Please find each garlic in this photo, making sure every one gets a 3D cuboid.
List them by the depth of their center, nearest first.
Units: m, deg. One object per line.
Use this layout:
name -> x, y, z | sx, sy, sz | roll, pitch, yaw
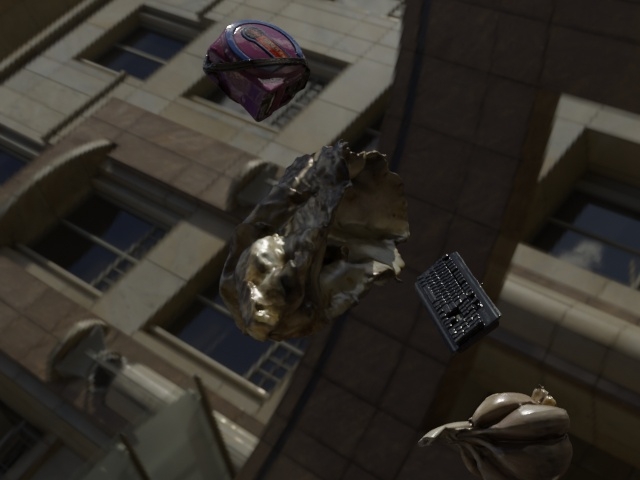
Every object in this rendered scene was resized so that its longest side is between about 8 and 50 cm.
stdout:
garlic -> 0.209, 0.231, 1.125 | 0.194, 0.127, 0.131 | 12, -64, -29

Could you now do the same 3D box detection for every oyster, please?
oyster -> -0.003, 0.002, 0.842 | 0.341, 0.110, 0.166 | -54, -42, -51

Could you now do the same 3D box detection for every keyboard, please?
keyboard -> 0.197, 0.086, 1.402 | 0.094, 0.230, 0.025 | -39, -68, 7

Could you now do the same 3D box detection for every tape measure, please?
tape measure -> -0.081, -0.213, 1.187 | 0.125, 0.118, 0.074 | -35, -20, -44
